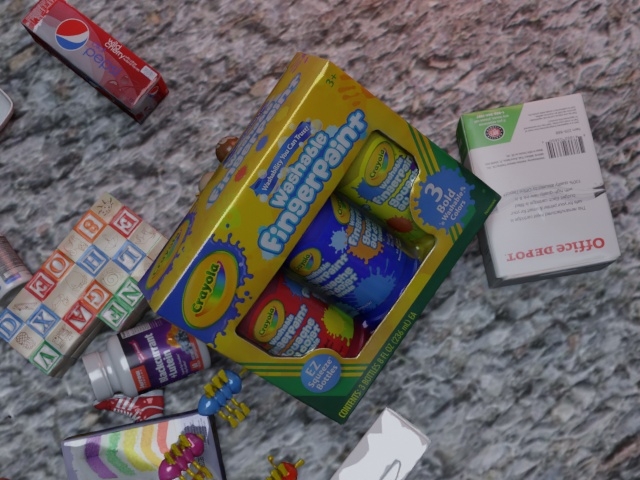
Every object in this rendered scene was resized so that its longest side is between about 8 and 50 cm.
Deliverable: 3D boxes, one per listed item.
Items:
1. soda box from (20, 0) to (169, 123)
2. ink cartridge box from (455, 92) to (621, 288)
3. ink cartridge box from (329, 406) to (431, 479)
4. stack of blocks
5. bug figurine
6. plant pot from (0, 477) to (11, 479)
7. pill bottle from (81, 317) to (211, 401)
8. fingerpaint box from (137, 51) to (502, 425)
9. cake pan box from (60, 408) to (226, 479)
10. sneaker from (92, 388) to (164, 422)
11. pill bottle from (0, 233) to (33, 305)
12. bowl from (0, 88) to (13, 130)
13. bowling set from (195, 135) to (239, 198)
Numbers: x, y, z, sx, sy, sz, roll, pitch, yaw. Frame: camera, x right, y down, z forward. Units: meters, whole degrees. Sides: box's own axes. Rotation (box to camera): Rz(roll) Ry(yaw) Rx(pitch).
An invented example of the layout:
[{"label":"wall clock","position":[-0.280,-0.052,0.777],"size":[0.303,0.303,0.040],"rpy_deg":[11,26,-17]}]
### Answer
[{"label":"soda box","position":[-0.396,-0.324,1.858],"size":[0.263,0.092,0.083],"rpy_deg":[39,82,8]},{"label":"ink cartridge box","position":[0.360,-0.079,1.773],"size":[0.211,0.121,0.289],"rpy_deg":[-9,78,-1]},{"label":"ink cartridge box","position":[0.089,0.352,1.641],"size":[0.092,0.218,0.158],"rpy_deg":[38,81,9]},{"label":"stack of blocks","position":[-0.385,0.088,1.775],"size":[0.171,0.087,0.297],"rpy_deg":[38,82,8]},{"label":"bug figurine","position":[-0.143,0.343,1.641],"size":[0.216,0.072,0.279],"rpy_deg":[-41,113,-32]},{"label":"plant pot","position":[-0.587,0.531,1.613],"size":[0.265,0.272,0.272],"rpy_deg":[-16,78,6]},{"label":"pill bottle","position":[-0.285,0.193,1.725],"size":[0.193,0.108,0.108],"rpy_deg":[-20,78,-13]},{"label":"fingerpaint box","position":[0.000,0.000,1.628],"size":[0.371,0.163,0.445],"rpy_deg":[35,90,-24]},{"label":"cake pan box","position":[-0.271,0.422,1.695],"size":[0.245,0.070,0.267],"rpy_deg":[-10,89,0]},{"label":"sneaker","position":[-0.318,0.287,1.755],"size":[0.118,0.042,0.067],"rpy_deg":[-8,75,-2]},{"label":"pill bottle","position":[-0.556,0.037,1.795],"size":[0.078,0.078,0.137],"rpy_deg":[-36,80,-6]},{"label":"bowl","position":[-0.623,-0.223,1.864],"size":[0.142,0.053,0.142],"rpy_deg":[37,82,8]},{"label":"bowling set","position":[-0.139,-0.093,1.772],"size":[0.287,0.154,0.200],"rpy_deg":[-31,79,-5]}]
